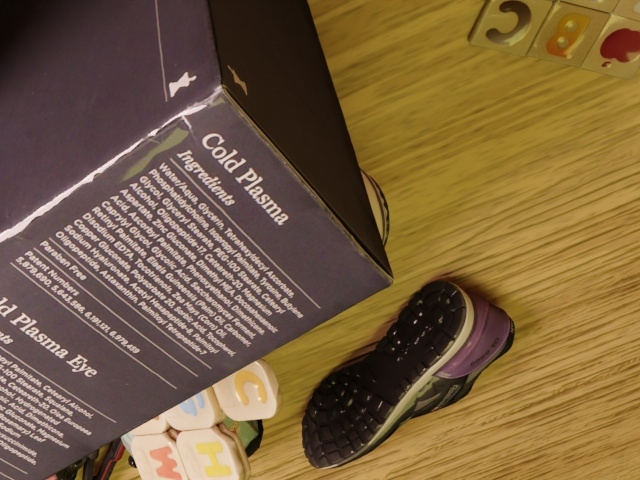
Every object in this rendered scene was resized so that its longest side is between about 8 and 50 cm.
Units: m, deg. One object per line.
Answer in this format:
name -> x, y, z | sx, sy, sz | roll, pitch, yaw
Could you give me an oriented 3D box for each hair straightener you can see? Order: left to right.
hair straightener -> -0.271, 0.239, 1.158 | 0.089, 0.047, 0.230 | 10, 134, -22

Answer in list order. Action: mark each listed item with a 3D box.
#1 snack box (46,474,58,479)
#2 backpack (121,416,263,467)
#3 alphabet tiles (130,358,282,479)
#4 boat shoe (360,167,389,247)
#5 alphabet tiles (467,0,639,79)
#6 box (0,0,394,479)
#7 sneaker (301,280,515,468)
snack box -> -0.387, 0.214, 1.018 | 0.207, 0.070, 0.174 | -25, 129, -20
backpack -> -0.140, 0.175, 1.049 | 0.152, 0.115, 0.182 | -39, 136, -15
alphabet tiles -> -0.155, 0.087, 0.897 | 0.278, 0.284, 0.021 | -14, -173, 43
boat shoe -> 0.000, 0.000, 0.860 | 0.158, 0.127, 0.340 | -12, 175, -29
alphabet tiles -> 0.262, -0.284, 0.815 | 0.285, 0.011, 0.342 | 8, 130, -21
box -> -0.155, -0.058, 0.693 | 0.312, 0.343, 0.179 | -31, 131, 16
sneaker -> 0.101, 0.172, 1.143 | 0.124, 0.107, 0.283 | 22, 124, -38
